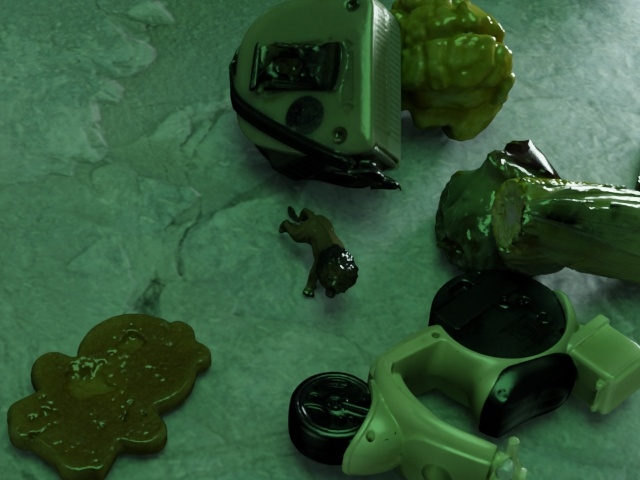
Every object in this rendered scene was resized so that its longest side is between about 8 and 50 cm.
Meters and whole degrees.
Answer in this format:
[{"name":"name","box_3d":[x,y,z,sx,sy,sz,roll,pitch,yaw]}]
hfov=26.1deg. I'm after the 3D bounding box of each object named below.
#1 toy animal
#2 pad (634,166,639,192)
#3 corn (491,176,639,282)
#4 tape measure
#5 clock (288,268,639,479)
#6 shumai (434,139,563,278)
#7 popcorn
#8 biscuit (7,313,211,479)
[{"name":"toy animal","box_3d":[-0.002,0.013,1.735,0.069,0.086,0.220,-11,32,-20]},{"name":"pad","box_3d":[0.560,-0.089,1.922,0.233,0.022,0.174,16,47,6]},{"name":"corn","box_3d":[0.338,-0.010,1.699,0.305,0.122,0.123,6,0,-31]},{"name":"tape measure","box_3d":[-0.015,-0.184,1.822,0.232,0.133,0.271,-9,74,26]},{"name":"clock","box_3d":[0.173,0.176,1.573,0.276,0.120,0.379,34,52,30]},{"name":"shumai","box_3d":[0.236,-0.043,1.760,0.184,0.142,0.184,4,43,-4]},{"name":"popcorn","box_3d":[0.179,-0.249,1.916,0.203,0.226,0.200,19,61,-31]},{"name":"biscuit","box_3d":[-0.238,0.171,1.582,0.184,0.035,0.249,28,50,17]}]
